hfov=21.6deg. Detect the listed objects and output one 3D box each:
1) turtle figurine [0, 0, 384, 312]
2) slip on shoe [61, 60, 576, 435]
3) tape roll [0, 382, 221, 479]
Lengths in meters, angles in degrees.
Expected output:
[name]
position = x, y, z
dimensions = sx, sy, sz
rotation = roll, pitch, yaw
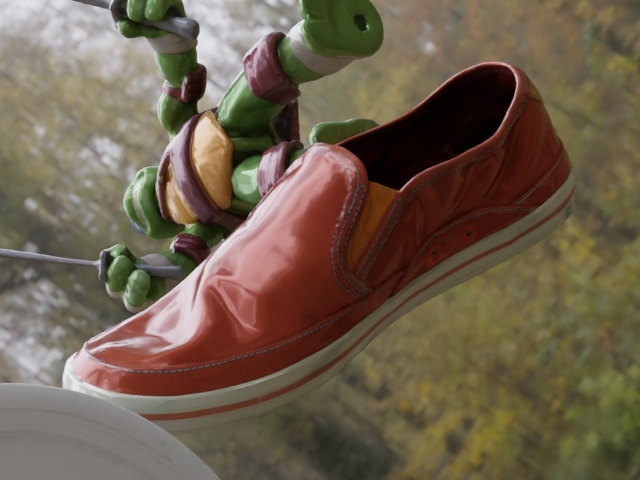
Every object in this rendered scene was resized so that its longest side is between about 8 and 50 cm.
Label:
[turtle figurine]
position = -0.096, -0.066, 1.084
dimensions = 0.266, 0.274, 0.198
rotation = -21, 37, 44
[slip on shoe]
position = 0.000, 0.000, 0.906
dimensions = 0.331, 0.123, 0.101
rotation = -30, -61, -25
[tape roll]
position = -0.151, 0.196, 0.708
dimensions = 0.246, 0.246, 0.169
rotation = -48, 11, -36
